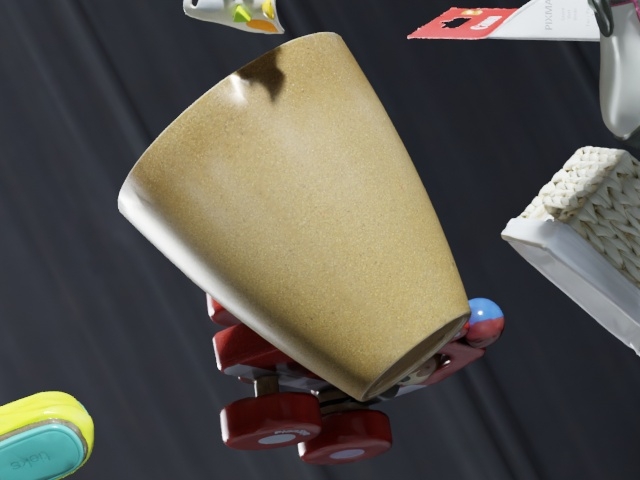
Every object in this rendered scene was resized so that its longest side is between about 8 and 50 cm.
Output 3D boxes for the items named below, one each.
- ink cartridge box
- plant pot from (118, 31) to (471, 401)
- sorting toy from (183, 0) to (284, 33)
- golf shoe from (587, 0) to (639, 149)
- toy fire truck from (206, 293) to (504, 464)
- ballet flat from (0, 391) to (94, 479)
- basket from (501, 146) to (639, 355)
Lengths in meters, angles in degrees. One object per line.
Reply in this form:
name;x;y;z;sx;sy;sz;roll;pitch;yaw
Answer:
ink cartridge box;0.211;-0.225;1.773;0.225;0.056;0.181;5;16;17
plant pot;0.000;0.000;1.568;0.237;0.254;0.237;-36;-13;-9
sorting toy;-0.069;-0.198;1.447;0.075;0.083;0.045;0;11;12
golf shoe;0.203;-0.193;1.278;0.120;0.273;0.105;-1;26;-10
toy fire truck;0.044;0.109;1.895;0.254;0.169;0.302;-20;-23;32
ballet flat;-0.276;0.167;1.399;0.231;0.077;0.077;-19;29;2
basket;0.246;0.011;1.494;0.103;0.167;0.113;-52;15;-5
